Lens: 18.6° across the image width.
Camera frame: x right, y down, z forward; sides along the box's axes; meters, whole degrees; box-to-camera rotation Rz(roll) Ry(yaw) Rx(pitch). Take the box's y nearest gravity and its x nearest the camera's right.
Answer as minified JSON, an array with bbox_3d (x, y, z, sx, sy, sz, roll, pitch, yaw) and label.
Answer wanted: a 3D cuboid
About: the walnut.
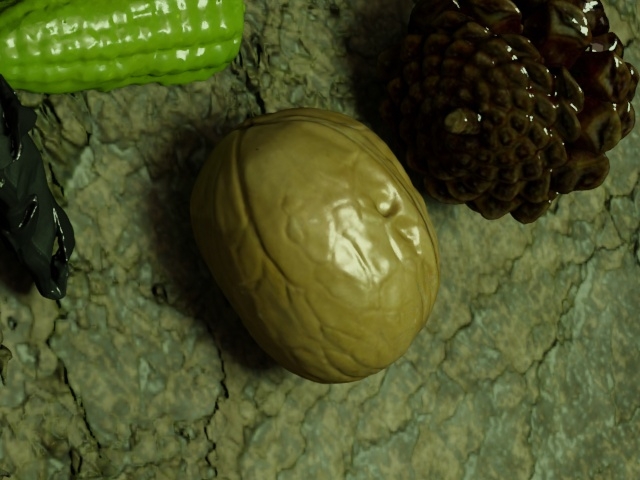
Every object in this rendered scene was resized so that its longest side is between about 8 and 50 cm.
[{"bbox_3d":[0.000,0.000,1.382,0.165,0.165,0.197,-34,105,-36],"label":"walnut"}]

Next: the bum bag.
[{"bbox_3d":[-0.190,-0.036,1.247,0.049,0.197,0.087,-14,61,-2],"label":"bum bag"}]

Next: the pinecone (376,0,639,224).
[{"bbox_3d":[0.150,-0.123,1.500,0.208,0.208,0.207,8,76,-36],"label":"pinecone"}]

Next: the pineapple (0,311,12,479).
[{"bbox_3d":[-0.263,0.122,1.153,0.262,0.262,0.271,26,43,-31],"label":"pineapple"}]

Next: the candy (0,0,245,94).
[{"bbox_3d":[-0.150,-0.144,1.338,0.209,0.097,0.096,-16,91,-36],"label":"candy"}]
